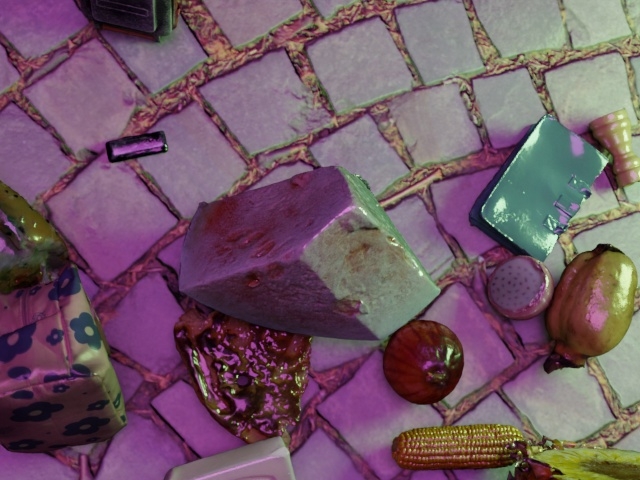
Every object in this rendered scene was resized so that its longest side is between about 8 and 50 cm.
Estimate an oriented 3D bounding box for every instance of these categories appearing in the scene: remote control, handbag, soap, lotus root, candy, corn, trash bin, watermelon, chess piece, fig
[{"bbox_3d":[-0.291,-0.150,1.504,0.096,0.014,0.039,-12,78,-10],"label":"remote control"},{"bbox_3d":[-0.376,0.164,1.304,0.190,0.251,0.193,-10,61,-7],"label":"handbag"},{"bbox_3d":[-0.125,0.363,1.352,0.183,0.064,0.121,-16,105,-9],"label":"soap"},{"bbox_3d":[0.411,0.111,1.460,0.118,0.125,0.220,25,80,-15],"label":"lotus root"},{"bbox_3d":[0.310,0.074,1.474,0.103,0.043,0.103,-16,58,28],"label":"candy"},{"bbox_3d":[0.354,-0.081,1.536,0.144,0.057,0.221,37,75,-1],"label":"handbag"},{"bbox_3d":[0.207,0.309,1.417,0.208,0.068,0.068,-3,77,-5],"label":"corn"},{"bbox_3d":[-0.284,-0.454,1.509,0.161,0.184,0.238,12,64,-3],"label":"trash bin"},{"bbox_3d":[0.000,0.000,1.364,0.388,0.258,0.228,6,61,-12],"label":"watermelon"},{"bbox_3d":[0.495,-0.150,1.563,0.066,0.066,0.122,-21,84,-10],"label":"chess piece"},{"bbox_3d":[0.158,0.174,1.405,0.129,0.150,0.128,6,63,-11],"label":"fig"}]

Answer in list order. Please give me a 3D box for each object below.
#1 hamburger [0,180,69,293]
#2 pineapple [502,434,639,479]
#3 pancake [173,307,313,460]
[{"bbox_3d":[-0.503,-0.008,1.367,0.288,0.192,0.167,38,66,4],"label":"hamburger"},{"bbox_3d":[0.388,0.435,1.279,0.353,0.352,0.300,14,91,-3],"label":"pineapple"},{"bbox_3d":[-0.121,0.189,1.419,0.213,0.056,0.257,11,68,-11],"label":"pancake"}]
